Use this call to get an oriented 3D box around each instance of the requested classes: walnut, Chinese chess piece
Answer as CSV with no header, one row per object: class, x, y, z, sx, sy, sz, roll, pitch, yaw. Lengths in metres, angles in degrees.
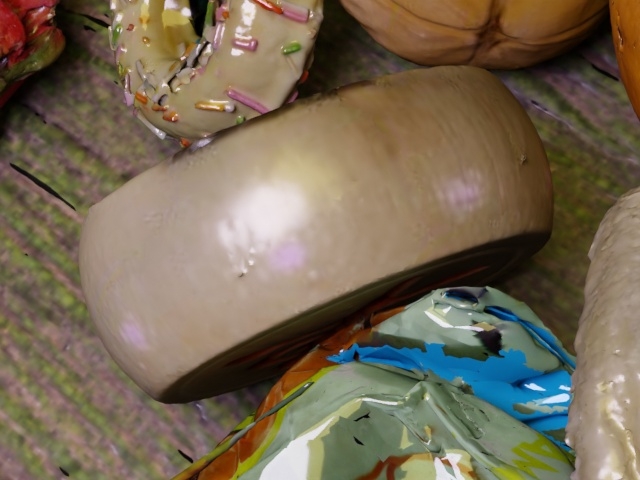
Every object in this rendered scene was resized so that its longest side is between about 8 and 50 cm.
walnut,0.089,-0.204,0.994,0.193,0.193,0.225,-16,57,5
Chinese chess piece,0.000,0.000,0.880,0.251,0.251,0.097,-22,81,1

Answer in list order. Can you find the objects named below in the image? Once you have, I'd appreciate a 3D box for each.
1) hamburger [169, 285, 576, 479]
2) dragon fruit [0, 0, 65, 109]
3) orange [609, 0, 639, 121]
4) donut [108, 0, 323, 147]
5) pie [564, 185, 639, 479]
hamburger,0.049,0.178,0.791,0.260,0.150,0.276,-26,100,0
dragon fruit,-0.245,-0.132,1.056,0.172,0.160,0.166,-3,28,-5
orange,0.274,-0.123,0.880,0.246,0.246,0.246,-5,65,10
donut,-0.067,-0.136,1.009,0.174,0.068,0.174,-17,68,49
pie,0.196,0.111,0.763,0.075,0.337,0.337,-13,62,32
